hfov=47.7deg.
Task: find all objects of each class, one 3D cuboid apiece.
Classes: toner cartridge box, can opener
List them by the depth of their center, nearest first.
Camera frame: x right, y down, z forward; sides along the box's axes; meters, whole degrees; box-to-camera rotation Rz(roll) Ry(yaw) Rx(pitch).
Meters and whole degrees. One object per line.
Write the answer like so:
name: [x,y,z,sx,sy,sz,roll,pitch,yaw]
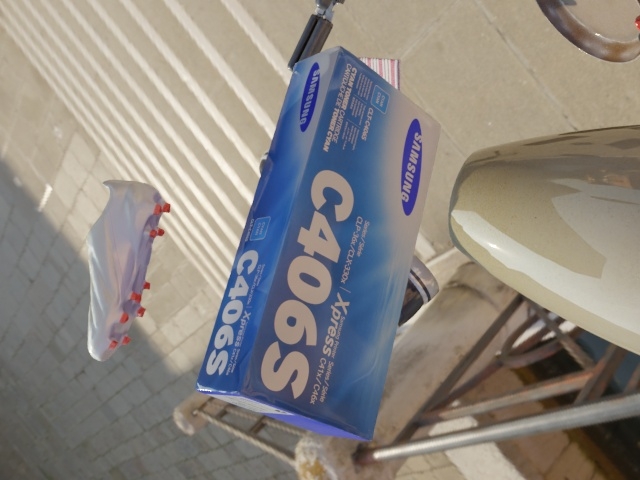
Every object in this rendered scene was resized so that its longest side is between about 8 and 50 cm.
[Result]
toner cartridge box: [0.011,0.003,0.712,0.165,0.348,0.075,29,156,-36]
can opener: [-0.020,-0.582,1.930,0.076,0.095,0.284,39,106,42]

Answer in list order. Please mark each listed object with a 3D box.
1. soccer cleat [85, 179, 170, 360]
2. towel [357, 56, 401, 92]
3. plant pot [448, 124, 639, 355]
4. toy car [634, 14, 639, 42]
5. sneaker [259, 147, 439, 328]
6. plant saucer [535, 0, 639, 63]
soccer cleat: [-0.222,0.030,0.779,0.076,0.068,0.196,17,92,6]
towel: [0.152,-0.389,1.826,0.197,0.029,0.144,27,125,58]
plant pot: [0.292,-0.020,0.797,0.273,0.256,0.257,16,131,35]
toy car: [0.570,-0.220,1.088,0.053,0.224,0.239,-24,63,46]
sneaker: [0.000,0.000,0.966,0.321,0.127,0.126,43,169,27]
plant saucer: [0.563,-0.501,1.502,0.311,0.050,0.310,47,177,4]
